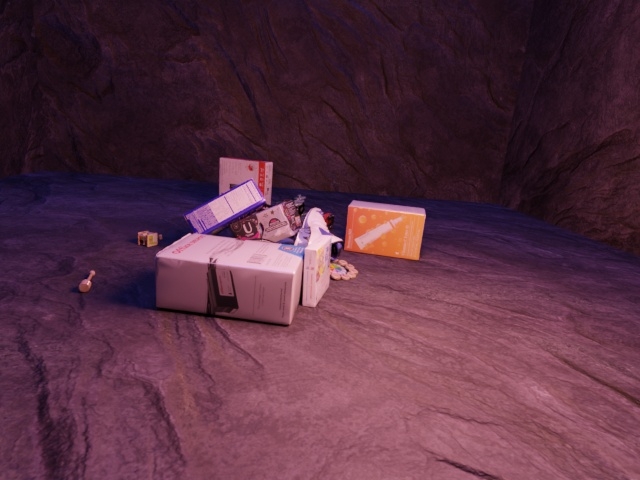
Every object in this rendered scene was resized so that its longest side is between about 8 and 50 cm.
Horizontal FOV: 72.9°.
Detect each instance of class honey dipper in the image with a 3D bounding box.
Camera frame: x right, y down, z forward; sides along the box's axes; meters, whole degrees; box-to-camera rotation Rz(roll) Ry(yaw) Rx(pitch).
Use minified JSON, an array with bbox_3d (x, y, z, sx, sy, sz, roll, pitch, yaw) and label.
[{"bbox_3d":[-0.730,0.122,1.362,0.030,0.031,0.160,0,14,-20],"label":"honey dipper"}]

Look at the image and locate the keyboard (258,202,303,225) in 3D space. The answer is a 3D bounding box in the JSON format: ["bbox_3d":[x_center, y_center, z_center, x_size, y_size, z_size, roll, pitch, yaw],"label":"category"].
[{"bbox_3d":[-0.213,-0.128,2.250,0.317,0.202,0.033,16,62,39],"label":"keyboard"}]

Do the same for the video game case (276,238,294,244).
[{"bbox_3d":[-0.228,-0.002,2.035,0.157,0.019,0.143,-7,19,-41],"label":"video game case"}]

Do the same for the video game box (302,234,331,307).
[{"bbox_3d":[-0.009,0.093,1.406,0.048,0.187,0.205,8,14,12],"label":"video game box"}]

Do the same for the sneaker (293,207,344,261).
[{"bbox_3d":[0.000,0.000,1.715,0.182,0.128,0.316,23,28,-2],"label":"sneaker"}]

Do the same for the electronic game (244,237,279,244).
[{"bbox_3d":[-0.201,0.070,1.569,0.229,0.048,0.229,18,34,-13],"label":"electronic game"}]

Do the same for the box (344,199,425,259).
[{"bbox_3d":[0.298,-0.052,2.015,0.344,0.215,0.168,7,15,10],"label":"box"}]

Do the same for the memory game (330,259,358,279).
[{"bbox_3d":[0.054,0.103,1.668,0.186,0.012,0.186,13,21,-5],"label":"memory game"}]

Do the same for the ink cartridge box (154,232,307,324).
[{"bbox_3d":[-0.255,0.104,1.318,0.394,0.167,0.285,7,14,4],"label":"ink cartridge box"}]

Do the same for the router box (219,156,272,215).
[{"bbox_3d":[-0.425,-0.287,2.443,0.300,0.336,0.082,9,15,22],"label":"router box"}]

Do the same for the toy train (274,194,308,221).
[{"bbox_3d":[-0.180,-0.174,2.516,0.190,0.143,0.334,-6,15,7],"label":"toy train"}]

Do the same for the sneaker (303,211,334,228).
[{"bbox_3d":[-0.036,-0.101,2.328,0.134,0.098,0.276,13,14,26],"label":"sneaker"}]

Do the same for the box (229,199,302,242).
[{"bbox_3d":[-0.224,-0.058,1.817,0.247,0.142,0.163,-21,6,19],"label":"box"}]

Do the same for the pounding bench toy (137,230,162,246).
[{"bbox_3d":[-0.721,-0.011,1.832,0.065,0.052,0.083,12,16,25],"label":"pounding bench toy"}]

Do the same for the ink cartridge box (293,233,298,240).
[{"bbox_3d":[-0.074,-0.019,2.087,0.088,0.052,0.122,1,16,-15],"label":"ink cartridge box"}]

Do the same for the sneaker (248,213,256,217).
[{"bbox_3d":[-0.248,-0.092,2.211,0.292,0.102,0.146,8,14,11],"label":"sneaker"}]

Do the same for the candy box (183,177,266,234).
[{"bbox_3d":[-0.399,-0.126,1.843,0.317,0.122,0.268,-29,3,-10],"label":"candy box"}]
